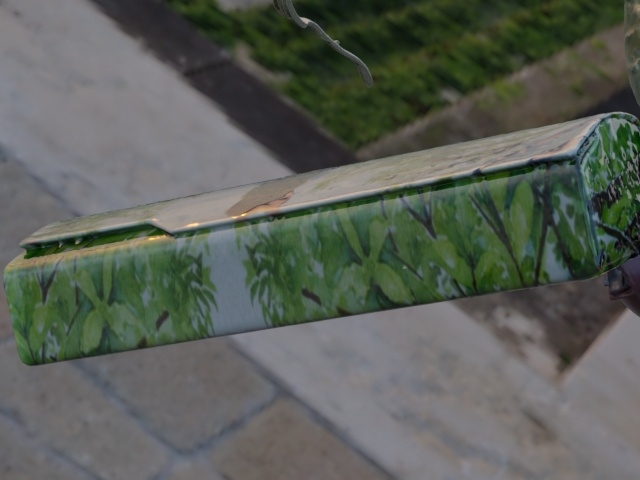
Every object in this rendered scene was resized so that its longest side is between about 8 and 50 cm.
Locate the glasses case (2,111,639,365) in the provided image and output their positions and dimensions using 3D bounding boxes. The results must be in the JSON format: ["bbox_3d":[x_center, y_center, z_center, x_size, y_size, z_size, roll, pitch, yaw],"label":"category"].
[{"bbox_3d":[0.000,0.000,0.761,0.095,0.272,0.062,-17,96,-63],"label":"glasses case"}]

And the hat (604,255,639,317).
[{"bbox_3d":[0.301,0.013,1.563,0.205,0.089,0.205,26,49,-34],"label":"hat"}]

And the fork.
[{"bbox_3d":[0.002,-0.217,1.925,0.034,0.028,0.219,25,-10,35],"label":"fork"}]

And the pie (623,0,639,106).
[{"bbox_3d":[0.420,-0.191,1.638,0.306,0.306,0.071,46,0,24],"label":"pie"}]
